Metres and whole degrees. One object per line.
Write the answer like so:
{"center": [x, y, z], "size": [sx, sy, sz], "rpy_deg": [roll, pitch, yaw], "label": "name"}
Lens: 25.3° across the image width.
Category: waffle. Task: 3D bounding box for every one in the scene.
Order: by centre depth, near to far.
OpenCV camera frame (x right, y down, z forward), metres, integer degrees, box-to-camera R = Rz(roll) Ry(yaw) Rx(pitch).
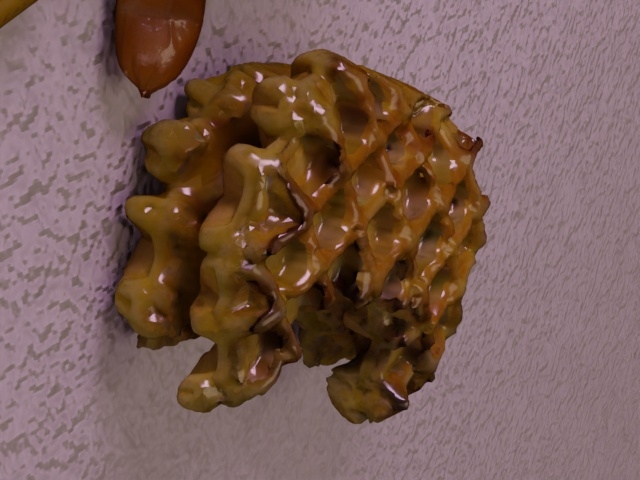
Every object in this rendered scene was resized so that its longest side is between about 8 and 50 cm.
{"center": [0.000, 0.000, 1.051], "size": [0.324, 0.151, 0.261], "rpy_deg": [16, 94, -59], "label": "waffle"}

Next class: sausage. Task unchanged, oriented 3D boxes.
{"center": [-0.096, -0.182, 0.899], "size": [0.062, 0.054, 0.183], "rpy_deg": [1, 108, -24], "label": "sausage"}

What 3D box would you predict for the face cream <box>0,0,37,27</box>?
{"center": [-0.175, -0.160, 0.763], "size": [0.273, 0.078, 0.078], "rpy_deg": [-47, 140, -36], "label": "face cream"}
